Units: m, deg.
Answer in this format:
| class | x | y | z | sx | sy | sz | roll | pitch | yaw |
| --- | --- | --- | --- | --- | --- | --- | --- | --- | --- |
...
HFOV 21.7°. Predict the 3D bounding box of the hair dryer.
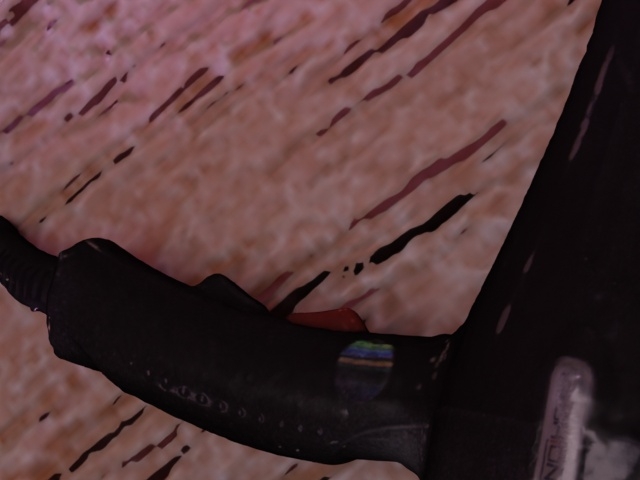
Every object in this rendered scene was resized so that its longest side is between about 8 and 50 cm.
| class | x | y | z | sx | sy | sz | roll | pitch | yaw |
| --- | --- | --- | --- | --- | --- | --- | --- | --- | --- |
| hair dryer | 0.000 | 0.000 | 0.466 | 0.272 | 0.091 | 0.235 | 10 | 83 | 23 |
